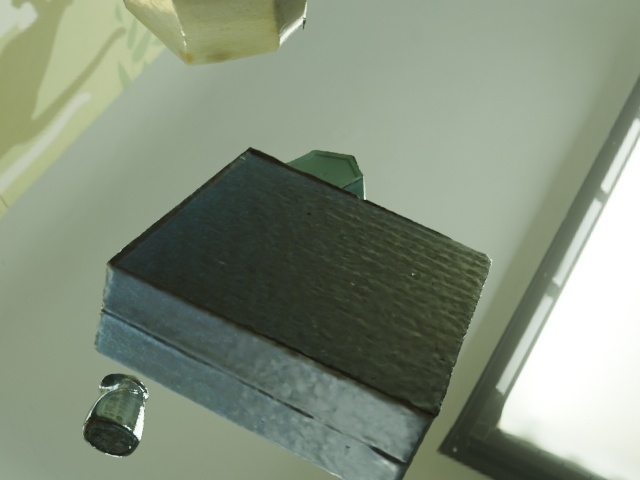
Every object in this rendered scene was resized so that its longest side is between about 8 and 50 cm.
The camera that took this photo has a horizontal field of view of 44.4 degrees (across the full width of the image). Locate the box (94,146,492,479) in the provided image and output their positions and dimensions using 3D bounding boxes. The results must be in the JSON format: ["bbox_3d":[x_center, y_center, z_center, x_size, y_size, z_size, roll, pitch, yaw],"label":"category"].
[{"bbox_3d":[-0.011,0.055,0.715,0.279,0.116,0.261,26,-146,9],"label":"box"}]

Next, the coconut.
[{"bbox_3d":[-0.178,-0.440,1.289,0.323,0.323,0.322,-4,-128,5],"label":"coconut"}]

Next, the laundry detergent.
[{"bbox_3d":[-0.340,0.284,1.335,0.097,0.061,0.206,27,-166,-11],"label":"laundry detergent"}]

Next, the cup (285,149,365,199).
[{"bbox_3d":[0.000,0.000,1.101,0.134,0.235,0.148,7,-140,11],"label":"cup"}]
